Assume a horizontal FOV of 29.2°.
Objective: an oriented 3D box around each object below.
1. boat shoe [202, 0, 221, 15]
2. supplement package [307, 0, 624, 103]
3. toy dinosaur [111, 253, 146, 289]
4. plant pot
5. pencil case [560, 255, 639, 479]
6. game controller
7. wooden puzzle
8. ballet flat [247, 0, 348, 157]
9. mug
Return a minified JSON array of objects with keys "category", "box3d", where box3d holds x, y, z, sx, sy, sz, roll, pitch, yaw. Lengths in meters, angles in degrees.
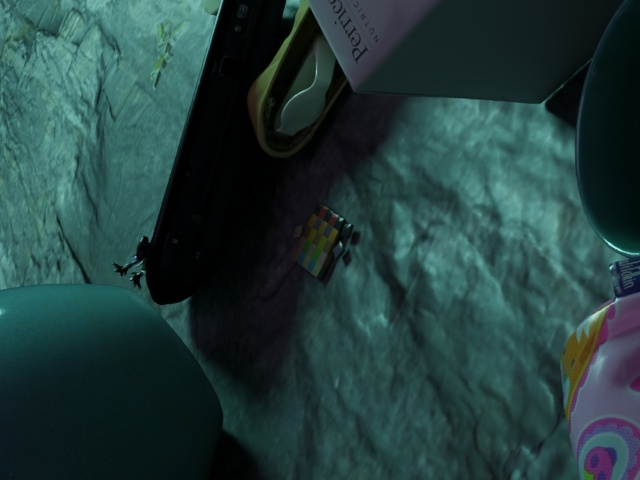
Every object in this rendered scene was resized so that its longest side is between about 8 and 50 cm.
[{"category":"boat shoe","box3d":[-0.080,-0.285,1.239,0.049,0.042,0.133,12,81,41]},{"category":"supplement package","box3d":[0.124,-0.229,0.651,0.293,0.175,0.178,-44,62,38]},{"category":"toy dinosaur","box3d":[-0.158,0.014,1.170,0.082,0.047,0.090,-31,32,23]},{"category":"plant pot","box3d":[-0.190,0.146,0.937,0.195,0.290,0.290,-37,21,-20]},{"category":"pencil case","box3d":[0.166,0.141,0.440,0.124,0.124,0.284,-44,36,37]},{"category":"game controller","box3d":[-0.096,-0.101,1.073,0.166,0.067,0.319,139,147,-74]},{"category":"wooden puzzle","box3d":[0.000,0.000,0.938,0.049,0.006,0.083,-65,29,7]},{"category":"ballet flat","box3d":[0.014,-0.154,0.950,0.073,0.080,0.232,-92,27,-48]},{"category":"mug","box3d":[0.191,-0.059,0.529,0.158,0.097,0.129,118,153,-45]}]
